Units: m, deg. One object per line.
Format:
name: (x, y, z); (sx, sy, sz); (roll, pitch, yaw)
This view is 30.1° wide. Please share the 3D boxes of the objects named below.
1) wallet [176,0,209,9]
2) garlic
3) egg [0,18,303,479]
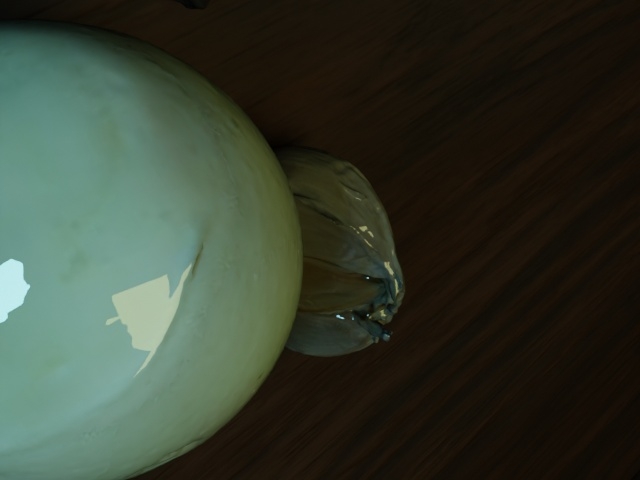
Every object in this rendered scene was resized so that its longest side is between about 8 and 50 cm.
wallet: (-0.060, -0.326, 0.828); (0.309, 0.042, 0.165); (-62, 150, 0)
garlic: (0.000, 0.000, 1.057); (0.229, 0.178, 0.143); (98, 13, -48)
egg: (-0.151, 0.011, 0.734); (0.283, 0.283, 0.345); (-64, 161, 4)
